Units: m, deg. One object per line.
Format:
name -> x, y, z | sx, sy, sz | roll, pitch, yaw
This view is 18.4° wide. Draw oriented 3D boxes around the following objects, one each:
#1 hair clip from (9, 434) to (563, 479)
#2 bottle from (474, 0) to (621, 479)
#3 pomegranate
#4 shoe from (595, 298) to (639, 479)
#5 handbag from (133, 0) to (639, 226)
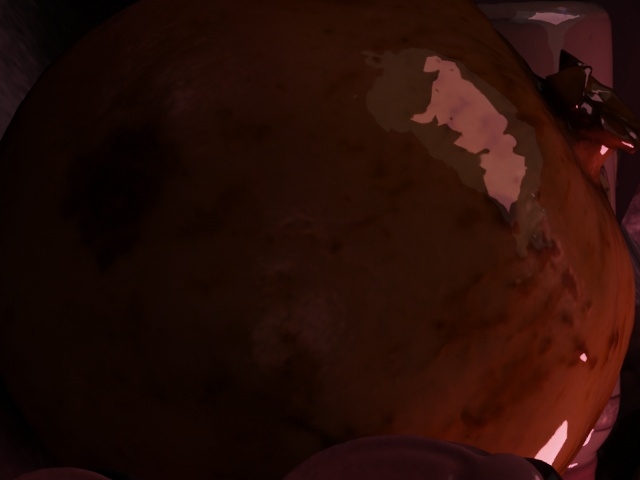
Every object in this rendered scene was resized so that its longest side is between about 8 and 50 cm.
hair clip -> -0.009, 0.098, 0.503 | 0.102, 0.138, 0.123 | 31, 33, -50
bottle -> 0.059, 0.032, 0.789 | 0.120, 0.120, 0.253 | -31, 121, -78
pomegranate -> 0.000, 0.000, 0.628 | 0.215, 0.215, 0.215 | 51, 13, -16
shoe -> 0.207, 0.185, 0.982 | 0.351, 0.172, 0.198 | 49, -4, 40
handbag -> 0.034, -0.058, 0.924 | 0.342, 0.152, 0.288 | 45, 54, -36
